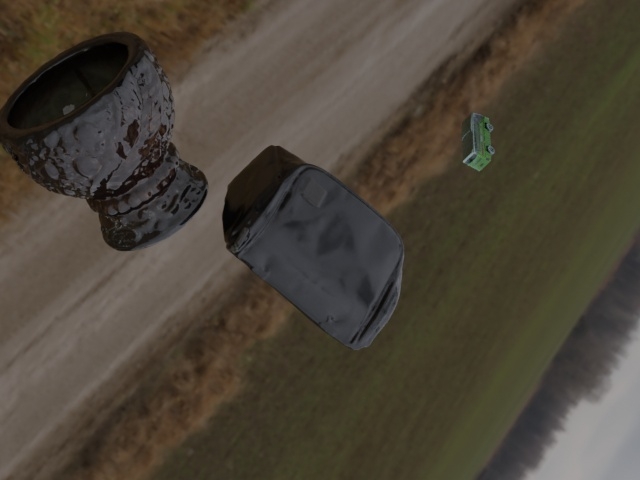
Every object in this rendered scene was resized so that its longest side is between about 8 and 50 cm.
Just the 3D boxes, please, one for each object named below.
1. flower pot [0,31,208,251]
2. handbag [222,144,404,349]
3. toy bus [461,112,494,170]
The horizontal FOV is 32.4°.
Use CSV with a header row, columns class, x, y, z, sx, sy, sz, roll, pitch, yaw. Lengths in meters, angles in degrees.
class,x,y,z,sx,sy,sz,roll,pitch,yaw
flower pot,-0.316,-0.139,1.695,0.266,0.267,0.267,-50,128,-24
handbag,0.002,-0.003,1.696,0.178,0.302,0.275,-47,-166,9
toy bus,0.209,-0.133,1.474,0.031,0.037,0.083,-46,-150,43
